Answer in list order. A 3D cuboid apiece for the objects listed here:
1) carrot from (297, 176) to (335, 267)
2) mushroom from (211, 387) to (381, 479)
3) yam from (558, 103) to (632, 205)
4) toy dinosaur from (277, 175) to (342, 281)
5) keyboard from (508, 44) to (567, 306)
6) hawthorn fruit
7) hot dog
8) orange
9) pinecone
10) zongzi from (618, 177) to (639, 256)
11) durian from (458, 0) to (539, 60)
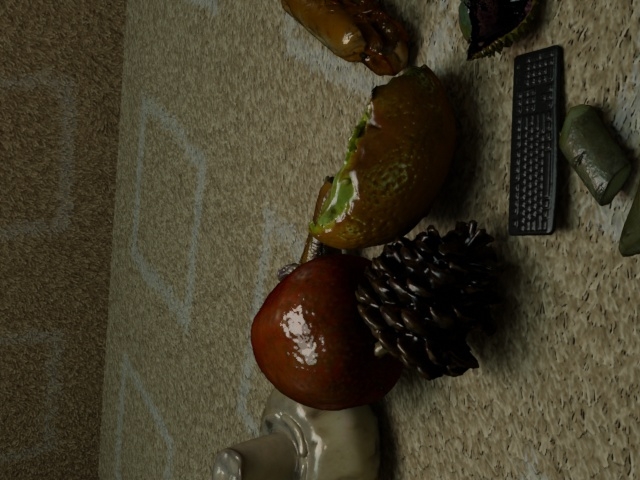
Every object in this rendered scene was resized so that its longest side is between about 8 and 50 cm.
[{"bbox_3d":[0.000,0.000,1.679,0.070,0.070,0.260,45,123,49],"label":"carrot"},{"bbox_3d":[-0.057,0.414,1.698,0.314,0.336,0.314,4,96,52],"label":"mushroom"},{"bbox_3d":[0.363,-0.119,1.144,0.070,0.069,0.146,-59,46,46],"label":"yam"},{"bbox_3d":[0.011,0.028,1.749,0.200,0.072,0.251,43,126,29],"label":"toy dinosaur"},{"bbox_3d":[0.317,-0.090,1.257,0.103,0.041,0.381,-1,92,61],"label":"keyboard"},{"bbox_3d":[-0.007,0.171,1.592,0.369,0.284,0.285,-8,86,49],"label":"hawthorn fruit"},{"bbox_3d":[0.045,-0.421,1.596,0.117,0.158,0.349,-60,37,19],"label":"hot dog"},{"bbox_3d":[0.113,-0.130,1.427,0.262,0.196,0.335,161,130,-73],"label":"orange"},{"bbox_3d":[0.177,0.095,1.347,0.257,0.243,0.243,-53,49,43],"label":"pinecone"},{"bbox_3d":[0.434,-0.182,0.920,0.393,0.174,0.356,152,115,-65],"label":"zongzi"},{"bbox_3d":[0.267,-0.353,1.286,0.108,0.119,0.187,40,-135,-78],"label":"durian"}]
